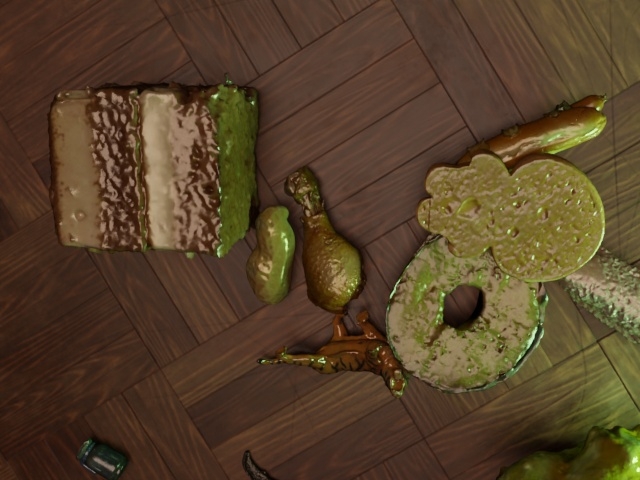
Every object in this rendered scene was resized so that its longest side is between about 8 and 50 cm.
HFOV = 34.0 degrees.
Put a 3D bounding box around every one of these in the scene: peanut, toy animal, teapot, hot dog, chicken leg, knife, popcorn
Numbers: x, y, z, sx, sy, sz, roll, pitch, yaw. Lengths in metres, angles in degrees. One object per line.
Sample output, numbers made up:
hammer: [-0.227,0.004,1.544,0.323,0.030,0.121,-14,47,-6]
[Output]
peanut: [-0.083,0.025,1.724,0.080,0.080,0.175,8,112,5]
toy animal: [0.020,0.191,1.745,0.255,0.114,0.116,-3,126,20]
teapot: [-0.382,0.385,1.830,0.083,0.063,0.049,30,67,5]
hot dog: [0.332,-0.158,1.651,0.269,0.109,0.072,-24,86,10]
chicken leg: [0.001,-0.001,1.723,0.107,0.087,0.252,-21,87,-3]
knife: [-0.045,0.438,1.807,0.222,0.021,0.046,30,96,3]
popcorn: [0.452,0.448,1.600,0.290,0.325,0.321,-26,85,5]

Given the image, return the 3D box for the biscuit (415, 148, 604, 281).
biscuit: [0.293,-0.041,1.613,0.288,0.044,0.202,9,106,5]

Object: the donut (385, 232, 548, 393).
donut: [0.232,0.106,1.702,0.272,0.107,0.272,0,95,1]

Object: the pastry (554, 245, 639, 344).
pastry: [0.481,0.089,1.665,0.265,0.112,0.103,35,91,1]

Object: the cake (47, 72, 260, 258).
cake: [-0.255,-0.117,1.655,0.290,0.256,0.282,-1,98,11]
